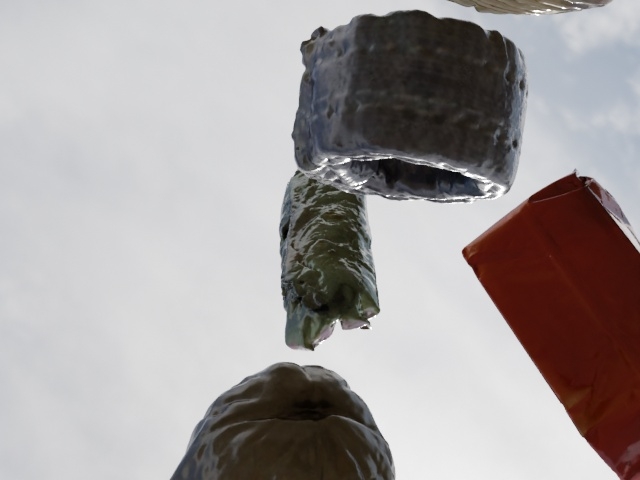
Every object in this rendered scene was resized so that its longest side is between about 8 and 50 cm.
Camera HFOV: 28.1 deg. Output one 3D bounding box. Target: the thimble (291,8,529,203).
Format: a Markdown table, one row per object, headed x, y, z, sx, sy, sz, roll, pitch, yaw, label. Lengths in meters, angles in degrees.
| x | y | z | sx | sy | sz | roll | pitch | yaw | label |
| --- | --- | --- | --- | --- | --- | --- | --- | --- | --- |
| 0.059 | -0.082 | 0.823 | 0.150 | 0.150 | 0.098 | 9 | -98 | -14 | thimble |

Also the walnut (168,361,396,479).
| x | y | z | sx | sy | sz | roll | pitch | yaw | label |
| --- | --- | --- | --- | --- | --- | --- | --- | --- | --- |
| -0.037 | 0.206 | 0.974 | 0.178 | 0.230 | 0.178 | 19 | -145 | -14 | walnut |

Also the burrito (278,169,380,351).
| x | y | z | sx | sy | sz | roll | pitch | yaw | label |
| --- | --- | --- | --- | --- | --- | --- | --- | --- | --- |
| 0.002 | -0.002 | 1.220 | 0.096 | 0.066 | 0.309 | -15 | -150 | 9 | burrito |

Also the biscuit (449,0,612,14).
| x | y | z | sx | sy | sz | roll | pitch | yaw | label |
| --- | --- | --- | --- | --- | --- | --- | --- | --- | --- |
| 0.060 | -0.145 | 0.587 | 0.228 | 0.176 | 0.031 | 13 | -93 | -38 | biscuit |

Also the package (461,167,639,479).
| x | y | z | sx | sy | sz | roll | pitch | yaw | label |
| --- | --- | --- | --- | --- | --- | --- | --- | --- | --- |
| 0.340 | 0.096 | 1.547 | 0.123 | 0.196 | 0.423 | 35 | -158 | -51 | package |
